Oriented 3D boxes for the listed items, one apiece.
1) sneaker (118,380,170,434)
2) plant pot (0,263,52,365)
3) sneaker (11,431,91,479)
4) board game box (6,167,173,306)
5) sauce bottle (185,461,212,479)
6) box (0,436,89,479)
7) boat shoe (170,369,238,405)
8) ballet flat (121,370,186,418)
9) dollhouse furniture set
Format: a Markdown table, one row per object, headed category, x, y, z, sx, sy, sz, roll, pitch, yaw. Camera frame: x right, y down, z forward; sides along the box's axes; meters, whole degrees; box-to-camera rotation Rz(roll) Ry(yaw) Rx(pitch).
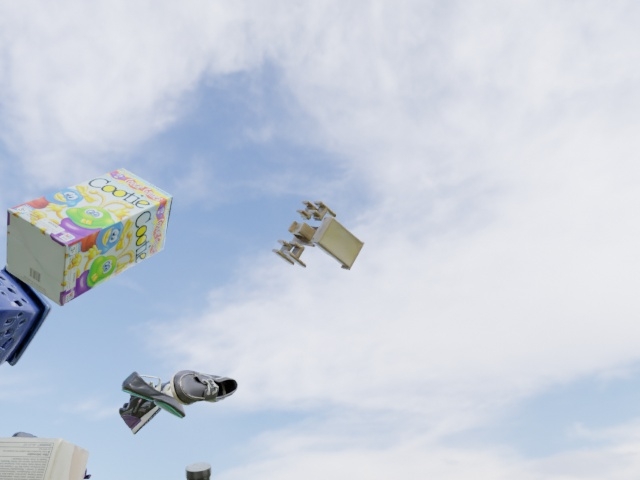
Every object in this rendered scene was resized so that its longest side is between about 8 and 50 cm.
| category | x | y | z | sx | sy | sz | roll | pitch | yaw |
| --- | --- | --- | --- | --- | --- | --- | --- | --- | --- |
| sneaker | -0.610 | 0.557 | 1.973 | 0.283 | 0.107 | 0.124 | -44 | -93 | 12 |
| plant pot | -0.849 | 0.191 | 1.418 | 0.236 | 0.236 | 0.212 | -55 | -19 | 8 |
| sneaker | -0.683 | 0.550 | 1.421 | 0.098 | 0.083 | 0.223 | -21 | -55 | 10 |
| board game box | -0.441 | -0.018 | 1.088 | 0.144 | 0.275 | 0.142 | 28 | -59 | 14 |
| sauce bottle | -0.321 | 0.779 | 1.490 | 0.111 | 0.344 | 0.111 | -4 | -2 | 0 |
| box | -0.547 | 0.528 | 1.008 | 0.148 | 0.311 | 0.121 | 0 | -32 | 7 |
| boat shoe | -0.244 | 0.307 | 1.187 | 0.065 | 0.075 | 0.206 | -20 | -23 | 13 |
| ballet flat | -0.425 | 0.401 | 1.467 | 0.074 | 0.074 | 0.203 | -31 | -54 | 29 |
| dollhouse furniture set | 0.000 | 0.000 | 1.865 | 0.161 | 0.212 | 0.242 | 39 | -17 | -31 |
